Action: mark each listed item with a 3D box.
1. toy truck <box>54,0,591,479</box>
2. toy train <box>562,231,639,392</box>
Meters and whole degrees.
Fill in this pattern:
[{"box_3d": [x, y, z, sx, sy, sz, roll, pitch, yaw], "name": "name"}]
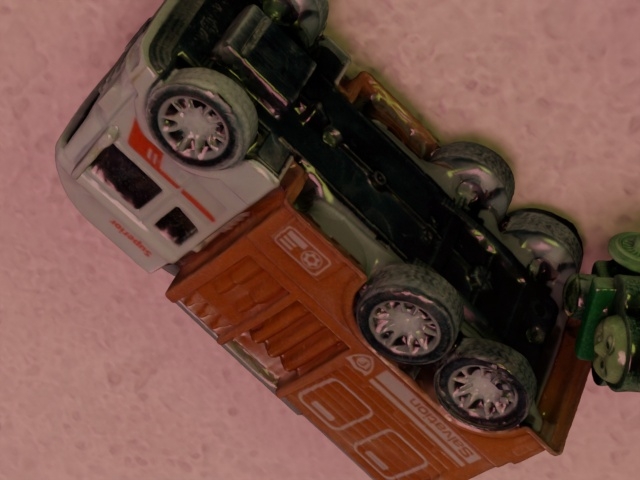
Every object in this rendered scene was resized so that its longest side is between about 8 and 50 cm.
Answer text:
[{"box_3d": [0.000, 0.000, 0.926, 0.305, 0.136, 0.162, 43, 132, -14], "name": "toy truck"}, {"box_3d": [0.217, 0.049, 0.888, 0.178, 0.104, 0.071, 5, 124, -6], "name": "toy train"}]
